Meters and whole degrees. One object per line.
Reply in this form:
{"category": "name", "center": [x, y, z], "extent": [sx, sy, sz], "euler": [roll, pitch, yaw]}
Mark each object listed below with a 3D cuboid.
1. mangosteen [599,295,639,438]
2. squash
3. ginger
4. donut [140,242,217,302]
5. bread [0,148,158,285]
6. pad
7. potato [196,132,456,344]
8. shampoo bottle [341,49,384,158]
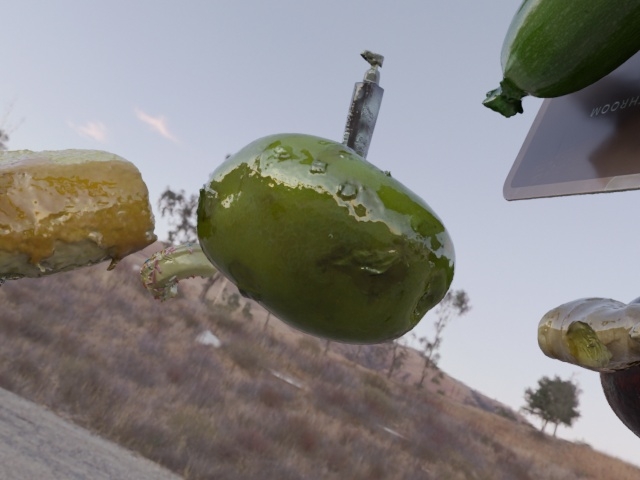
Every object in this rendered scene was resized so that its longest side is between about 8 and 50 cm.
{"category": "mangosteen", "center": [0.665, 0.236, 0.982], "extent": [0.359, 0.306, 0.306], "euler": [30, -17, 5]}
{"category": "squash", "center": [0.241, -0.221, 0.392], "extent": [0.107, 0.107, 0.395], "euler": [28, -37, -5]}
{"category": "ginger", "center": [0.321, 0.091, 0.583], "extent": [0.131, 0.086, 0.294], "euler": [1, -12, -1]}
{"category": "donut", "center": [-0.279, 0.060, 1.114], "extent": [0.165, 0.065, 0.108], "euler": [-27, -23, 11]}
{"category": "bread", "center": [-0.429, -0.029, 0.762], "extent": [0.375, 0.165, 0.236], "euler": [-11, 25, -35]}
{"category": "pad", "center": [0.257, -0.115, 0.485], "extent": [0.002, 0.176, 0.266], "euler": [29, -7, -14]}
{"category": "potato", "center": [0.000, 0.000, 0.540], "extent": [0.253, 0.149, 0.186], "euler": [13, -43, 15]}
{"category": "shampoo bottle", "center": [0.085, -0.268, 1.142], "extent": [0.063, 0.208, 0.057], "euler": [11, 2, -43]}
